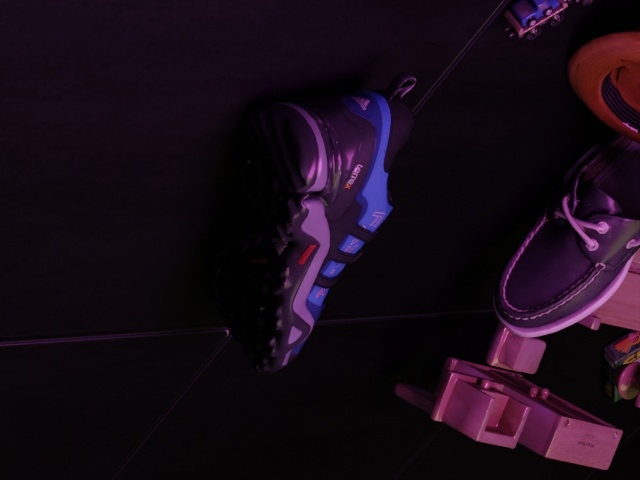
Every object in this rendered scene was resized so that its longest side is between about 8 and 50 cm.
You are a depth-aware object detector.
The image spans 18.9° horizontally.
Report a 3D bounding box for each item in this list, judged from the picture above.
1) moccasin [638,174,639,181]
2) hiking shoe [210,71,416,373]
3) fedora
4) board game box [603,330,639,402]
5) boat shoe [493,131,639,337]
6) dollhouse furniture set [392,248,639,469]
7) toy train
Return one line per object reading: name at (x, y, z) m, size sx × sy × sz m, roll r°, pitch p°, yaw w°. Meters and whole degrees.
moccasin at (0.386, 0.009, 1.742) m, size 0.342 × 0.138 × 0.116 m, roll 17°, pitch 97°, yaw -52°
hiking shoe at (0.000, 0.000, 1.537) m, size 0.132 × 0.113 × 0.304 m, roll -19°, pitch 151°, yaw -26°
fedora at (0.307, -0.145, 1.645) m, size 0.194 × 0.194 × 0.079 m, roll 71°, pitch 41°, yaw -63°
board game box at (0.459, 0.100, 2.340) m, size 0.260 × 0.030 × 0.136 m, roll -30°, pitch 156°, yaw -8°
boat shoe at (0.271, -0.036, 1.806) m, size 0.302 × 0.114 × 0.091 m, roll -48°, pitch 153°, yaw -1°
dollhouse furniture set at (0.260, 0.034, 1.987) m, size 0.303 × 0.174 × 0.355 m, roll 15°, pitch 98°, yaw -42°
toy train at (0.213, -0.209, 1.526) m, size 0.158 × 0.027 × 0.036 m, roll -33°, pitch 151°, yaw -3°
